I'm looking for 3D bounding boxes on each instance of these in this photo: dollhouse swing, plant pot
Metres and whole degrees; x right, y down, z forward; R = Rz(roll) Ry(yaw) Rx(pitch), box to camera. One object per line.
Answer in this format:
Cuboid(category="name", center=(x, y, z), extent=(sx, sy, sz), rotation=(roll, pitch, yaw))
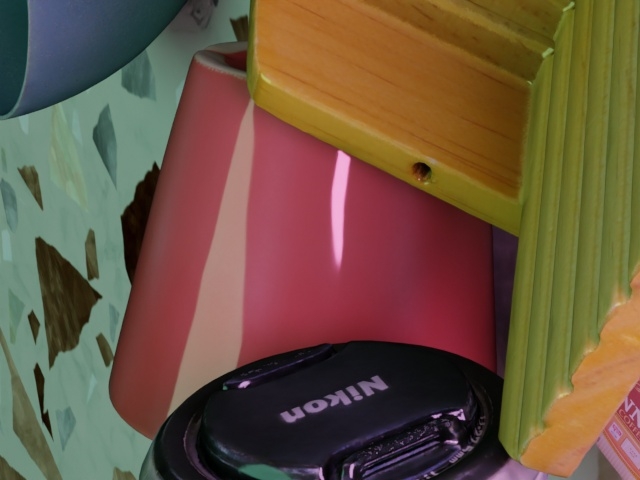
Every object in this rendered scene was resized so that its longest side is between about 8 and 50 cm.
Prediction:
Cuboid(category="dollhouse swing", center=(0.057, -0.117, 0.776), extent=(0.315, 0.305, 0.347), rotation=(26, 143, 5))
Cuboid(category="plant pot", center=(0.000, 0.000, 1.086), extent=(0.275, 0.275, 0.243), rotation=(30, 118, 55))
Cuboid(category="plant pot", center=(-0.221, -0.268, 1.431), extent=(0.290, 0.195, 0.290), rotation=(36, 133, 51))

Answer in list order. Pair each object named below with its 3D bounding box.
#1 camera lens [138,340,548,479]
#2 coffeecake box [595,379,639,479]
Cuboid(category="camera lens", center=(0.022, 0.209, 0.897), extent=(0.219, 0.219, 0.274), rotation=(28, 130, 56))
Cuboid(category="coffeecake box", center=(0.211, 0.063, 0.828), extent=(0.142, 0.068, 0.185), rotation=(54, 147, 25))
